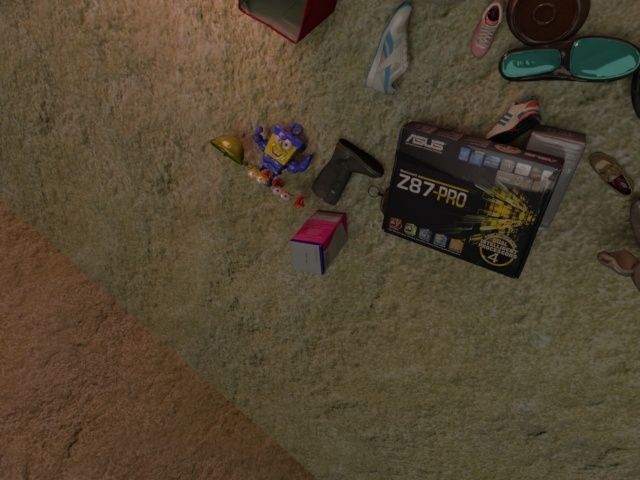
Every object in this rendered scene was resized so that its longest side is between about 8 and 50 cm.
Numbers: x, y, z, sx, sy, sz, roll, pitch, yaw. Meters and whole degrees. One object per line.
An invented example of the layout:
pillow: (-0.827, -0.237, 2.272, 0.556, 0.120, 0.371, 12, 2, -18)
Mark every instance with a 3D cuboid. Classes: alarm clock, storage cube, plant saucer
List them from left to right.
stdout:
storage cube: (-0.062, -0.635, 1.074, 0.184, 0.193, 0.215, 33, 148, 5)
alarm clock: (0.231, -0.118, 1.376, 0.192, 0.064, 0.129, 27, 129, 13)
plant saucer: (0.493, -0.500, 0.983, 0.169, 0.029, 0.168, 22, 146, 16)

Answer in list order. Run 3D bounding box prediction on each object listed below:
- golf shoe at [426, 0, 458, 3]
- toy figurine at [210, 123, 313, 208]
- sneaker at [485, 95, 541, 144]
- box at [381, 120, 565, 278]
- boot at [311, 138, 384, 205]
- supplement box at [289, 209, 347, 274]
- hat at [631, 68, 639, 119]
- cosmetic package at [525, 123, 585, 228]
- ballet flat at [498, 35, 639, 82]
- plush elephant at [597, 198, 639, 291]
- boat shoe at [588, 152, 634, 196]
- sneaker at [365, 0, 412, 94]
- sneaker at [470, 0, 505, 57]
golf shoe: (0.230, -0.597, 1.017, 0.306, 0.140, 0.115, 9, 122, 20)
toy figurine: (-0.143, -0.290, 1.440, 0.363, 0.191, 0.217, 36, 100, 11)
sneaker: (0.486, -0.303, 1.134, 0.057, 0.075, 0.161, 16, 160, -19)
box: (0.377, -0.110, 1.181, 0.395, 0.097, 0.318, 23, 124, 24)
boot: (0.079, -0.188, 1.398, 0.190, 0.076, 0.208, 41, 124, 16)
supplement box: (0.000, 0.000, 1.466, 0.114, 0.220, 0.111, 9, 123, 23)
hat: (0.824, -0.333, 0.886, 0.331, 0.134, 0.331, 22, 124, 36)
cosmetic package: (0.567, -0.163, 1.146, 0.127, 0.107, 0.237, 18, 123, 20)
ballet flat: (0.551, -0.404, 1.004, 0.281, 0.096, 0.095, 11, 111, 25)
plush elephant: (0.819, 0.033, 1.028, 0.272, 0.255, 0.330, 33, 139, 27)
boat shoe: (0.721, -0.162, 1.105, 0.135, 0.045, 0.050, 40, 129, -1)
sneaker: (0.193, -0.487, 1.148, 0.092, 0.087, 0.228, 23, 135, 4)
sneaker: (0.387, -0.492, 1.047, 0.051, 0.070, 0.134, 24, 129, 9)
